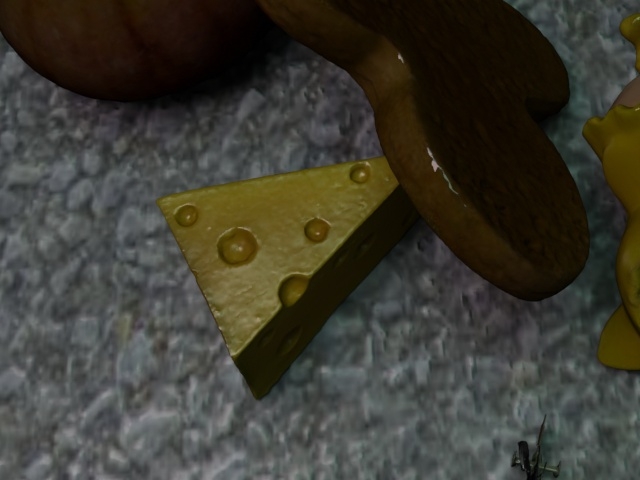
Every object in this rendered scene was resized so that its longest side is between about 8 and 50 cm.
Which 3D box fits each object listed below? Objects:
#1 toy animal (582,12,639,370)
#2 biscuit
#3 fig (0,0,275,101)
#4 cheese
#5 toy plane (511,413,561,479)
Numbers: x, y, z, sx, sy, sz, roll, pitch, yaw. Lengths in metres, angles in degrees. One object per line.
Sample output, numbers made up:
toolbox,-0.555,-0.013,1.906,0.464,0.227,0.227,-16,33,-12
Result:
toy animal,0.238,-0.029,0.698,0.156,0.156,0.229,-4,88,5
biscuit,0.049,-0.147,0.729,0.064,0.283,0.432,-37,60,35
fig,-0.130,-0.217,0.800,0.235,0.214,0.235,-4,41,4
cheese,0.000,0.000,0.745,0.171,0.093,0.126,-27,66,-6
toy plane,0.126,0.165,0.684,0.031,0.049,0.120,8,52,10
